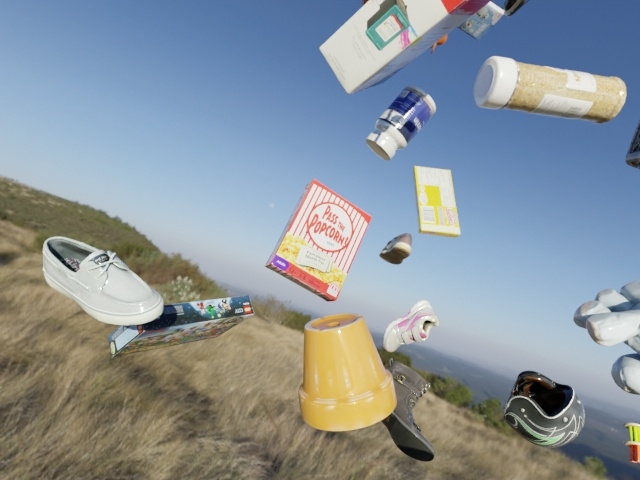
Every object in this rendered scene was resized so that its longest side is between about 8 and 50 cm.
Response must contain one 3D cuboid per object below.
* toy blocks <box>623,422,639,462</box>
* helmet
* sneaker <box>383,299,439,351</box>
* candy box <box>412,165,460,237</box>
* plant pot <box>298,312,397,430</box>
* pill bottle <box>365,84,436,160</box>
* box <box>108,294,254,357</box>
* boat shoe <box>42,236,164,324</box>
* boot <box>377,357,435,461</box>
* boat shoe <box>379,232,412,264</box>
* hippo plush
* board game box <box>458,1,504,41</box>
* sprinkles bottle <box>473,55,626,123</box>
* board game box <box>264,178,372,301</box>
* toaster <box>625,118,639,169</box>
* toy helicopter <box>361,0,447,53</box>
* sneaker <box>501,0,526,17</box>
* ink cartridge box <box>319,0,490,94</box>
[{"bbox_3d":[0.904,0.586,1.129,0.123,0.148,0.054,-16,-46,45],"label":"toy blocks"},{"bbox_3d":[0.549,0.420,1.014,0.161,0.169,0.169,23,-7,28],"label":"helmet"},{"bbox_3d":[0.351,0.346,1.594,0.103,0.252,0.111,46,2,-38],"label":"sneaker"},{"bbox_3d":[0.303,-0.106,1.090,0.105,0.206,0.027,7,-30,-9],"label":"candy box"},{"bbox_3d":[0.045,0.260,0.874,0.205,0.188,0.205,-10,3,0],"label":"plant pot"},{"bbox_3d":[0.304,-0.447,1.587,0.153,0.265,0.153,41,0,0],"label":"pill bottle"},{"bbox_3d":[-0.272,0.168,0.824,0.233,0.044,0.159,0,-27,-47],"label":"box"},{"bbox_3d":[-0.333,0.053,0.615,0.227,0.081,0.079,19,33,20],"label":"boat shoe"},{"bbox_3d":[0.266,0.483,1.223,0.263,0.091,0.229,39,38,23],"label":"boot"},{"bbox_3d":[0.345,0.037,1.852,0.102,0.092,0.285,29,-16,1],"label":"boat shoe"},{"bbox_3d":[0.805,0.243,0.997,0.294,0.237,0.234,-21,5,36],"label":"hippo plush"},{"bbox_3d":[0.398,-0.567,1.049,0.090,0.020,0.090,26,-27,-10],"label":"board game box"},{"bbox_3d":[0.579,-0.378,1.052,0.355,0.121,0.121,5,-8,-10],"label":"sprinkles bottle"},{"bbox_3d":[0.000,0.000,0.809,0.146,0.194,0.045,31,-21,-16],"label":"board game box"},{"bbox_3d":[0.957,-0.280,1.128,0.110,0.186,0.168,18,6,5],"label":"toaster"},{"bbox_3d":[0.285,-0.625,1.130,0.235,0.355,0.140,44,-16,15],"label":"toy helicopter"},{"bbox_3d":[0.556,-0.711,1.141,0.097,0.084,0.235,50,4,-3],"label":"sneaker"},{"bbox_3d":[0.127,-0.296,0.538,0.231,0.134,0.078,-28,-82,39],"label":"ink cartridge box"}]
